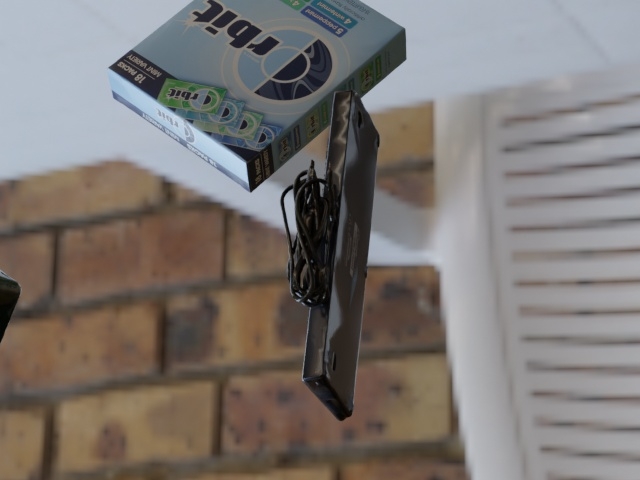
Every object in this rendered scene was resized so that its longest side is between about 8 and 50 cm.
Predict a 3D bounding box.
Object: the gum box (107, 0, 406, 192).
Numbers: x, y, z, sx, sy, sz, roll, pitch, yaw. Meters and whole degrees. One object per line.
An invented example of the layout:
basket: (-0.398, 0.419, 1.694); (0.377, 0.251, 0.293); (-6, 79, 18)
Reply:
gum box: (-0.050, -0.141, 1.576); (0.157, 0.184, 0.041); (35, 153, 27)

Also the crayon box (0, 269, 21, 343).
crayon box: (-0.342, -0.017, 1.098); (0.318, 0.081, 0.202); (29, -171, 38)

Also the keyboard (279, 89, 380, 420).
keyboard: (0.000, 0.000, 1.142); (0.038, 0.192, 0.100); (-3, 152, 16)
